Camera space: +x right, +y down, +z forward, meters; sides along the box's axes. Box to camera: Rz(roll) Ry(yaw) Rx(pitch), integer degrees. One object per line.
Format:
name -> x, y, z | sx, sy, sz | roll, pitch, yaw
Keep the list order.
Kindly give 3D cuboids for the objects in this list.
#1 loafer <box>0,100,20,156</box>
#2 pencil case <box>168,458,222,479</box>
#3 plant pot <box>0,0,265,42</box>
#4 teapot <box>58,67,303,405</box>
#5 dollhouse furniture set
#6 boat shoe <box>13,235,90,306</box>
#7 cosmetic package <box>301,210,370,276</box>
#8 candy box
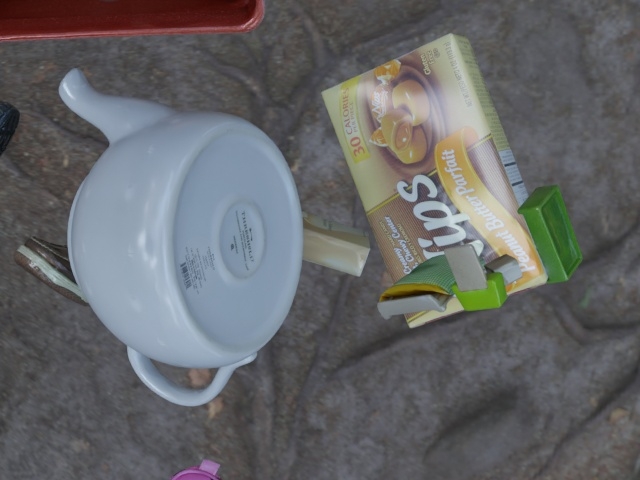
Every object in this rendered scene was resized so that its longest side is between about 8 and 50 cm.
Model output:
loafer -> -0.485, -0.104, 1.331 | 0.078, 0.076, 0.223 | 45, 100, 4
pencil case -> -0.170, 0.329, 1.232 | 0.095, 0.209, 0.098 | 18, 64, -15
plant pot -> -0.181, -0.321, 0.802 | 0.267, 0.236, 0.268 | -2, 116, 0
teapot -> -0.146, 0.003, 0.956 | 0.252, 0.187, 0.256 | 39, 57, -51
dollhouse furniture set -> 0.103, 0.008, 0.721 | 0.076, 0.151, 0.059 | -40, 111, -45
boat shoe -> -0.295, 0.030, 1.295 | 0.095, 0.095, 0.257 | -57, 160, -6
cosmetic package -> 0.000, 0.000, 1.236 | 0.115, 0.060, 0.041 | 17, 111, -8
candy box -> 0.146, -0.071, 1.248 | 0.087, 0.182, 0.317 | -20, 89, -67
